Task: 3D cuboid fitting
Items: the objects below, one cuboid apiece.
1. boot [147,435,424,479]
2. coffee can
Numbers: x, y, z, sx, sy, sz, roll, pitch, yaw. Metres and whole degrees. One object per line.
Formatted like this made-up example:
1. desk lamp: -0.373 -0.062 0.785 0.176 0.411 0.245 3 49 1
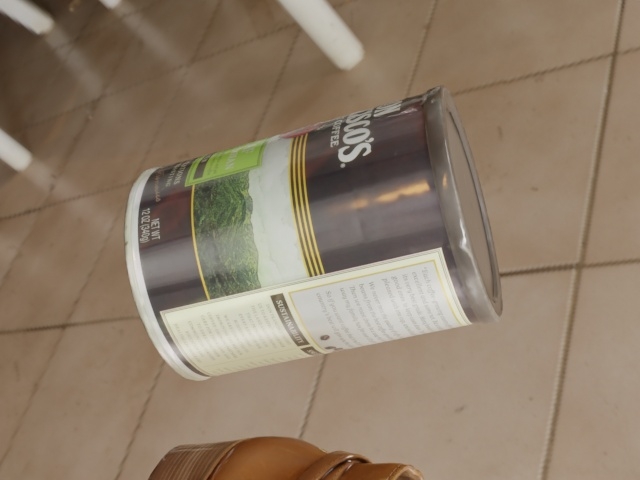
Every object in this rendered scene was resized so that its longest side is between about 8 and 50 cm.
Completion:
1. boot: -0.054 0.256 0.546 0.220 0.109 0.283 -8 43 40
2. coffee can: 0.000 0.000 0.764 0.275 0.201 0.201 -14 45 16
